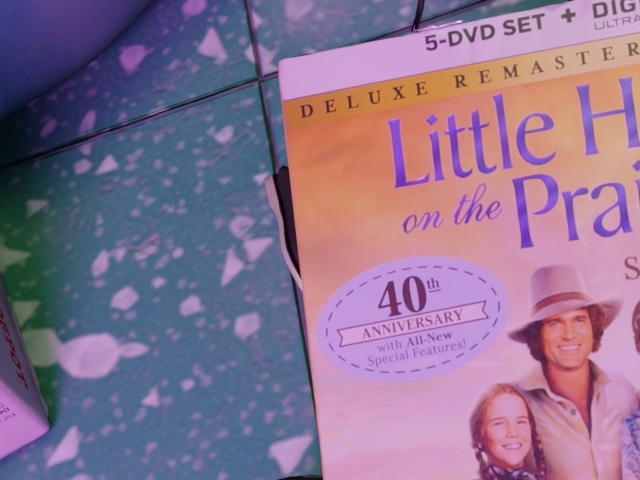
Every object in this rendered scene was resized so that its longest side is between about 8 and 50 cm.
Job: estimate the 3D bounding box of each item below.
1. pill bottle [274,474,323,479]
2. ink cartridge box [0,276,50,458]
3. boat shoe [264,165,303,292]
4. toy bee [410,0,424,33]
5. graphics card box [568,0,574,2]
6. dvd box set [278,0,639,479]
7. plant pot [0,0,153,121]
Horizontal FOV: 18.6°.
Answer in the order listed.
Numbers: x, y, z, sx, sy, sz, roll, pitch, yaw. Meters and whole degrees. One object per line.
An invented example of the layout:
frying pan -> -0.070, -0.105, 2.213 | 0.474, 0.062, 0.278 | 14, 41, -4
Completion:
pill bottle -> -0.002, 0.243, 1.014 | 0.123, 0.123, 0.219 | -2, 57, 21
ink cartridge box -> -0.302, 0.011, 1.203 | 0.117, 0.278, 0.201 | -30, 51, 5
boat shoe -> -0.001, -0.001, 1.231 | 0.042, 0.049, 0.133 | -28, 46, 12
toy bee -> 0.084, -0.031, 1.177 | 0.195, 0.162, 0.298 | 2, 66, -13
graphics card box -> 0.331, -0.106, 1.052 | 0.371, 0.094, 0.233 | -10, 25, 5
dvd box set -> 0.150, 0.095, 0.898 | 0.308, 0.062, 0.420 | -8, 82, 19
plant pot -> -0.216, -0.230, 1.363 | 0.255, 0.271, 0.271 | -29, 49, -18
